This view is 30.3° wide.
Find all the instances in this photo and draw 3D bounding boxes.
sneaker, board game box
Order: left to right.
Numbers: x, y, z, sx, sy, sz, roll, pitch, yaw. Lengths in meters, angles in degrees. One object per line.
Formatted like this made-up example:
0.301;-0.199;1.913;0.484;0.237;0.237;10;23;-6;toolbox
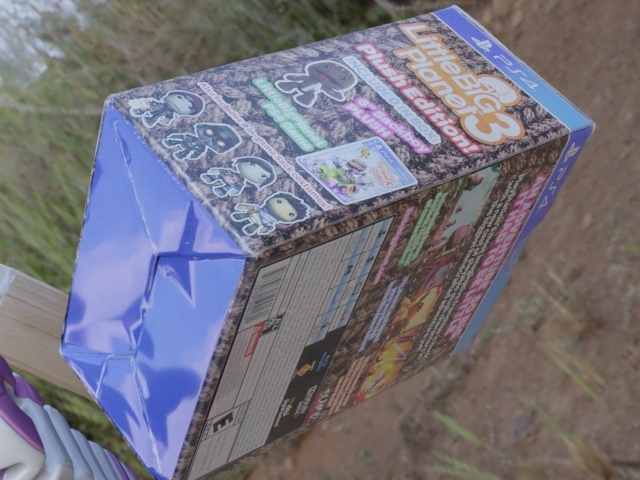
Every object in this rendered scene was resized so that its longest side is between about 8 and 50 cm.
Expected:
-0.145;0.153;0.602;0.104;0.095;0.236;-39;-48;-5;sneaker
0.000;0.000;0.782;0.291;0.141;0.232;-21;-33;-38;board game box

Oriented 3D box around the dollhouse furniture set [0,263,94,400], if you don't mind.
-0.318;0.219;1.005;0.256;0.362;0.394;11;74;55;dollhouse furniture set
